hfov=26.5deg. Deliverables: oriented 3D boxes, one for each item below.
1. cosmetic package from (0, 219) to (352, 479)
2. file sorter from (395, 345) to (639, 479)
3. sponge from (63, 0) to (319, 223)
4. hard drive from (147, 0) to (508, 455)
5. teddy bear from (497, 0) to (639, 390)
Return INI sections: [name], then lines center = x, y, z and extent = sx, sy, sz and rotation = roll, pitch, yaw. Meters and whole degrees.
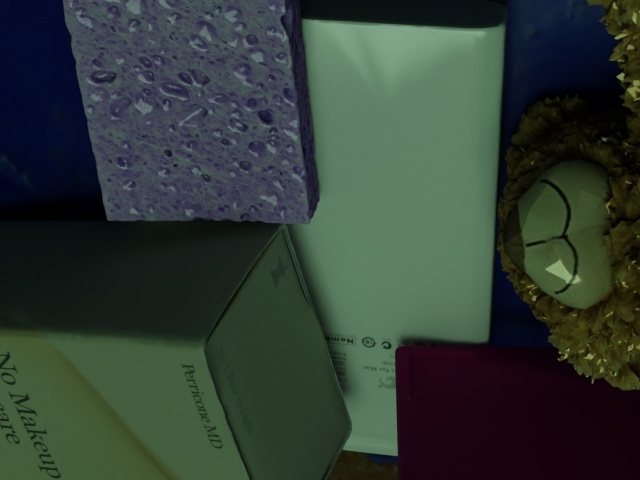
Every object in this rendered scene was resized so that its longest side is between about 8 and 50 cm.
[cosmetic package]
center = -0.155, 0.080, 0.809
extent = 0.310, 0.113, 0.160
rotation = 0, 126, 28
[file sorter]
center = 0.188, 0.192, 0.765
extent = 0.291, 0.202, 0.182
rotation = 0, 129, 2
[sponge]
center = -0.067, -0.099, 0.687
extent = 0.117, 0.031, 0.210
rotation = 3, 127, 12
[hard drive]
center = 0.000, 0.000, 0.792
extent = 0.203, 0.040, 0.307
rotation = 5, 127, 10
[teddy bear]
center = 0.203, -0.029, 0.603
extent = 0.338, 0.113, 0.245
rotation = 2, 117, 41
